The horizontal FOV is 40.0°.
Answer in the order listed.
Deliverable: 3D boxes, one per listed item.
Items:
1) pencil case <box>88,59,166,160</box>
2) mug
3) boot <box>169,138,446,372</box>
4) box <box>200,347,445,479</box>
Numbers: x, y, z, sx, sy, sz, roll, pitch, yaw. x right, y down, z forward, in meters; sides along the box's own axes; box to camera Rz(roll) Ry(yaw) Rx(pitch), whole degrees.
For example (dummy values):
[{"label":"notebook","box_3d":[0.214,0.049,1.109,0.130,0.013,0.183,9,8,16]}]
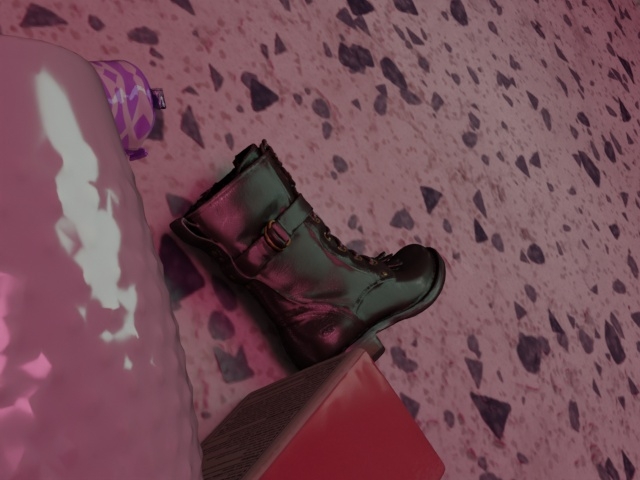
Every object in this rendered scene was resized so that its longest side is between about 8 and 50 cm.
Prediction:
[{"label":"pencil case","box_3d":[-0.225,-0.093,0.684,0.206,0.086,0.088,-16,103,-48]},{"label":"mug","box_3d":[-0.210,0.105,0.396,0.374,0.276,0.328,-12,85,-76]},{"label":"boot","box_3d":[0.000,0.000,0.854,0.229,0.091,0.263,56,42,-7]},{"label":"box","box_3d":[-0.035,0.207,0.647,0.127,0.148,0.232,56,40,-7]}]
